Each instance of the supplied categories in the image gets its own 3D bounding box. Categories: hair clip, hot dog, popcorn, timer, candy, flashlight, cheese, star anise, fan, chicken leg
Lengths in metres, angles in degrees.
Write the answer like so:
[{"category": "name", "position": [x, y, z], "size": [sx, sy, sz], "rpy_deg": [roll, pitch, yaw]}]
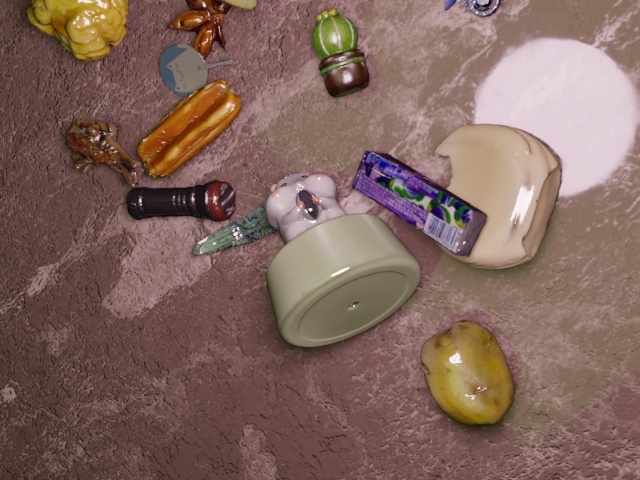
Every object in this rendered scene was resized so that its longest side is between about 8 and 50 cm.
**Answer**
[{"category": "hair clip", "position": [-0.165, -0.021, 1.788], "size": [0.229, 0.036, 0.066], "rpy_deg": [-24, 92, 12]}, {"category": "hot dog", "position": [-0.276, -0.233, 1.780], "size": [0.269, 0.072, 0.115], "rpy_deg": [-35, 86, 19]}, {"category": "popcorn", "position": [-0.502, -0.496, 1.785], "size": [0.200, 0.226, 0.203], "rpy_deg": [-46, 37, -15]}, {"category": "timer", "position": [0.000, 0.000, 1.648], "size": [0.290, 0.290, 0.315], "rpy_deg": [-36, 62, 18]}, {"category": "candy", "position": [0.178, -0.075, 1.581], "size": [0.312, 0.061, 0.088], "rpy_deg": [38, 113, 45]}, {"category": "flashlight", "position": [-0.297, -0.083, 1.803], "size": [0.231, 0.093, 0.093], "rpy_deg": [1, 96, 23]}, {"category": "cheese", "position": [0.313, -0.079, 1.570], "size": [0.233, 0.127, 0.266], "rpy_deg": [24, 99, 41]}, {"category": "star anise", "position": [-0.242, -0.468, 1.752], "size": [0.157, 0.053, 0.213], "rpy_deg": [22, 106, 10]}, {"category": "fan", "position": [-0.258, -0.357, 1.774], "size": [0.175, 0.005, 0.113], "rpy_deg": [-5, 113, 25]}, {"category": "chicken leg", "position": [-0.459, -0.195, 1.839], "size": [0.196, 0.080, 0.125], "rpy_deg": [15, 104, 18]}]

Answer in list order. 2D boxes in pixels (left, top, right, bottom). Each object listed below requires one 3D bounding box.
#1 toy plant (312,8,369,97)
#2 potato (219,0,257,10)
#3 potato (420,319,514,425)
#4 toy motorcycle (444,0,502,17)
[{"category": "toy plant", "position": [0.035, -0.365, 1.658], "size": [0.092, 0.093, 0.163], "rpy_deg": [-15, 91, 18]}, {"category": "potato", "position": [-0.267, -0.621, 1.620], "size": [0.280, 0.212, 0.331], "rpy_deg": [13, 100, 39]}, {"category": "potato", "position": [0.281, 0.256, 1.626], "size": [0.154, 0.137, 0.201], "rpy_deg": [-26, 87, 18]}, {"category": "toy motorcycle", "position": [0.298, -0.517, 1.571], "size": [0.114, 0.076, 0.205], "rpy_deg": [20, 104, 24]}]
